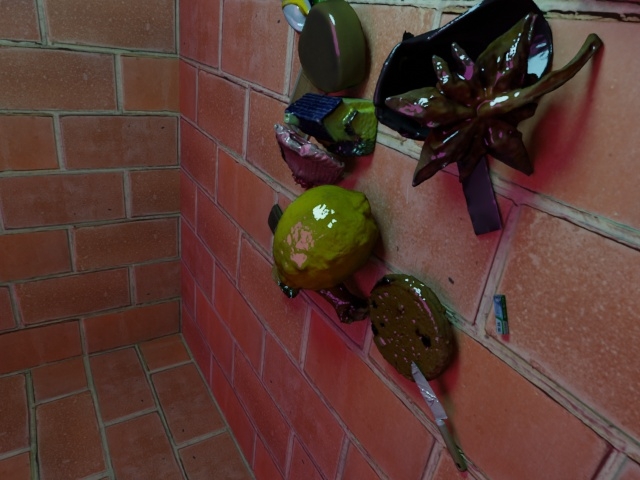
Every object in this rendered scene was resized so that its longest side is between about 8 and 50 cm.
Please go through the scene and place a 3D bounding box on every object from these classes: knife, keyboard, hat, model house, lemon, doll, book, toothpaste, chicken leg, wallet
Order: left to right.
[{"bbox_3d":[-0.152,-0.037,1.751,0.198,0.031,0.110,61,144,30],"label":"wallet"},{"bbox_3d":[-0.072,-0.745,1.384,0.145,0.103,0.316,-50,50,56],"label":"doll"},{"bbox_3d":[-0.056,-0.451,1.507,0.170,0.018,0.242,61,144,28],"label":"book"},{"bbox_3d":[-0.036,-0.242,1.392,0.236,0.107,0.286,34,164,7],"label":"hat"},{"bbox_3d":[-0.019,0.127,1.411,0.361,0.211,0.140,56,172,38],"label":"chicken leg"},{"bbox_3d":[0.004,-0.006,1.252,0.316,0.285,0.285,-15,83,15],"label":"lemon"},{"bbox_3d":[0.022,-0.316,1.236,0.194,0.211,0.170,34,124,48],"label":"model house"},{"bbox_3d":[0.294,0.434,1.107,0.047,0.017,0.298,-32,83,54],"label":"knife"},{"bbox_3d":[0.270,-0.342,0.901,0.336,0.209,0.238,-32,110,22],"label":"hat"},{"bbox_3d":[0.340,-0.113,0.960,0.074,0.015,0.197,-20,81,54],"label":"keyboard"},{"bbox_3d":[0.384,0.157,0.950,0.020,0.017,0.083,-2,95,58],"label":"toothpaste"}]

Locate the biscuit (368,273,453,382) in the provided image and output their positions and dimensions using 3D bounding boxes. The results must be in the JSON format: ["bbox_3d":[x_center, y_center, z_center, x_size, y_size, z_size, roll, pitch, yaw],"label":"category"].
[{"bbox_3d":[0.230,0.222,1.153,0.296,0.075,0.296,35,134,46],"label":"biscuit"}]

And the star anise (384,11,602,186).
[{"bbox_3d":[0.289,-0.231,0.782,0.109,0.349,0.292,-93,-1,-49],"label":"star anise"}]

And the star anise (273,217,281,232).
[{"bbox_3d":[-0.083,-0.064,1.505,0.197,0.073,0.212,-26,31,27],"label":"star anise"}]

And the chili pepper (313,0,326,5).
[{"bbox_3d":[0.008,-0.743,1.285,0.098,0.061,0.224,-16,75,27],"label":"chili pepper"}]

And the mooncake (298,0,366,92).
[{"bbox_3d":[0.040,-0.523,1.233,0.235,0.117,0.235,41,144,39],"label":"mooncake"}]

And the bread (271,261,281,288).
[{"bbox_3d":[-0.108,0.095,1.647,0.138,0.102,0.196,59,145,36],"label":"bread"}]
